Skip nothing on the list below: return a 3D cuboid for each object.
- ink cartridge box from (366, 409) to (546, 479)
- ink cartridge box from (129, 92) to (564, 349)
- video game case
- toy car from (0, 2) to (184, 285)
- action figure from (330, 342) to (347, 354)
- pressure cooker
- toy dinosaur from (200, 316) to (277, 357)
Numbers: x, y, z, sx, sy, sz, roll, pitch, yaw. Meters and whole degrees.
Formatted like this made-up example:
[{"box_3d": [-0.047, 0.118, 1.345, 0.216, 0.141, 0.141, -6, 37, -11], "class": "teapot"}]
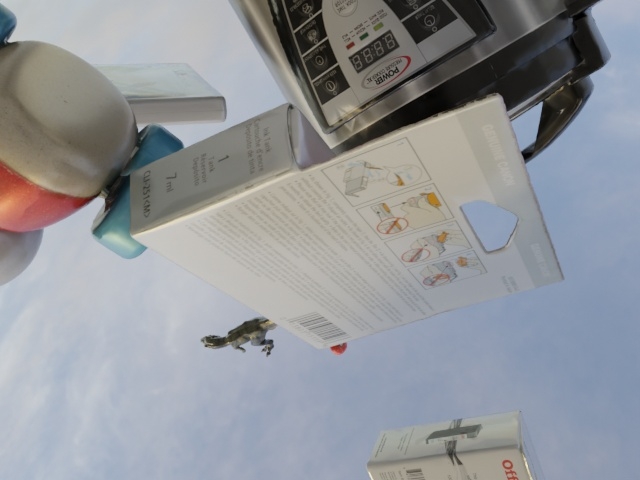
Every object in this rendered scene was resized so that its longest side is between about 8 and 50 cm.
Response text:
[{"box_3d": [0.249, 0.428, 1.096, 0.273, 0.196, 0.114, -16, -167, 25], "class": "ink cartridge box"}, {"box_3d": [0.039, -0.006, 0.472, 0.239, 0.275, 0.060, -20, -122, 19], "class": "ink cartridge box"}, {"box_3d": [-0.312, -0.191, 0.801, 0.329, 0.036, 0.300, -7, -155, -18], "class": "video game case"}, {"box_3d": [-0.280, -0.044, 0.543, 0.238, 0.219, 0.210, -44, -153, 16], "class": "toy car"}, {"box_3d": [-0.002, 0.082, 1.206, 0.139, 0.091, 0.280, -30, -108, -1], "class": "action figure"}, {"box_3d": [0.122, -0.258, 0.781, 0.376, 0.420, 0.370, -32, -172, -13], "class": "pressure cooker"}, {"box_3d": [-0.113, 0.178, 1.249, 0.268, 0.118, 0.064, -29, -123, 20], "class": "toy dinosaur"}]
